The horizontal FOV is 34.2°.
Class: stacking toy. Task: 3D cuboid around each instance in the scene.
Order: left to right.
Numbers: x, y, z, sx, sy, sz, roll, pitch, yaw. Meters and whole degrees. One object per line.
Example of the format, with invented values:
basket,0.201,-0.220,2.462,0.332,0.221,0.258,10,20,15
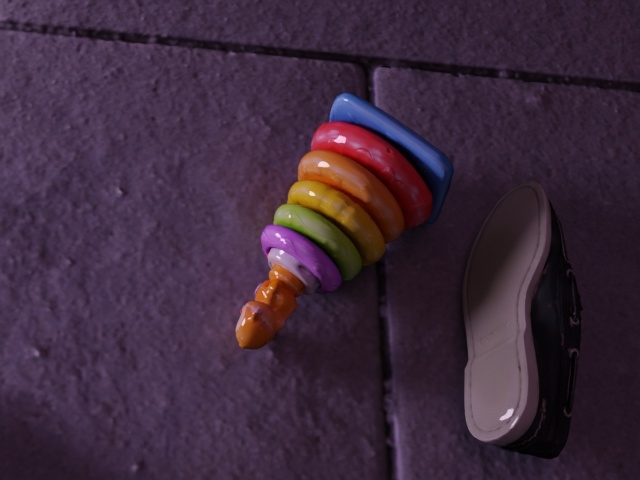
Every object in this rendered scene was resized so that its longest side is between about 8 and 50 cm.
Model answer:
stacking toy,0.000,0.000,1.160,0.166,0.175,0.302,34,71,12

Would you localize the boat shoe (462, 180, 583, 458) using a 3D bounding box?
boat shoe,0.239,0.088,1.160,0.113,0.127,0.340,32,43,-26
